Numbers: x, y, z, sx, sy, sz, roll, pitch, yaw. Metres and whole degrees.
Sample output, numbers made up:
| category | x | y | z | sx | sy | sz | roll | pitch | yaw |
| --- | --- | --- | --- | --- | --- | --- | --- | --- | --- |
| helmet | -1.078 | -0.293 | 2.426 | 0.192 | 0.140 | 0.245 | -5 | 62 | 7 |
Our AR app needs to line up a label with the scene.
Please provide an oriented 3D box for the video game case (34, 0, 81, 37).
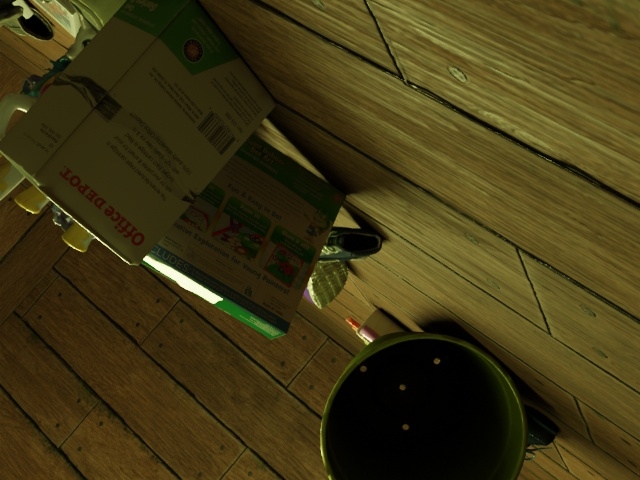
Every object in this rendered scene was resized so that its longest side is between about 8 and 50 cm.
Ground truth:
| category | x | y | z | sx | sy | sz | roll | pitch | yaw |
| --- | --- | --- | --- | --- | --- | --- | --- | --- | --- |
| video game case | -0.521 | -0.463 | 1.798 | 0.183 | 0.023 | 0.201 | 42 | 171 | -10 |

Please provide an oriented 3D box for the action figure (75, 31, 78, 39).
| category | x | y | z | sx | sy | sz | roll | pitch | yaw |
| --- | --- | --- | --- | --- | --- | --- | --- | --- | --- |
| action figure | -0.419 | -0.299 | 1.844 | 0.091 | 0.139 | 0.280 | 40 | 174 | 7 |

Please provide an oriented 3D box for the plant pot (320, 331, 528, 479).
| category | x | y | z | sx | sy | sz | roll | pitch | yaw |
| --- | --- | --- | --- | --- | --- | --- | --- | --- | --- |
| plant pot | 0.179 | 0.326 | 1.873 | 0.366 | 0.366 | 0.353 | 41 | -176 | -5 |

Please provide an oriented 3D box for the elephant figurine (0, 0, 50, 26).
| category | x | y | z | sx | sy | sz | roll | pitch | yaw |
| --- | --- | --- | --- | --- | --- | --- | --- | --- | --- |
| elephant figurine | -0.555 | -0.393 | 1.561 | 0.169 | 0.239 | 0.186 | 38 | 172 | 11 |

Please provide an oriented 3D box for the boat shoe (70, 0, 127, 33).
| category | x | y | z | sx | sy | sz | roll | pitch | yaw |
| --- | --- | --- | --- | --- | --- | --- | --- | --- | --- |
| boat shoe | -0.291 | -0.327 | 1.340 | 0.233 | 0.084 | 0.079 | 43 | -172 | -23 |

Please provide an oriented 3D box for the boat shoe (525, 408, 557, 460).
| category | x | y | z | sx | sy | sz | roll | pitch | yaw |
| --- | --- | --- | --- | --- | --- | --- | --- | --- | --- |
| boat shoe | 0.402 | 0.393 | 1.955 | 0.109 | 0.089 | 0.258 | 40 | 172 | 3 |

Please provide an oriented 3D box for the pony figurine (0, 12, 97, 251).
| category | x | y | z | sx | sy | sz | roll | pitch | yaw |
| --- | --- | --- | --- | --- | --- | --- | --- | --- | --- |
| pony figurine | -0.329 | -0.172 | 1.503 | 0.351 | 0.363 | 0.303 | 32 | -173 | -44 |

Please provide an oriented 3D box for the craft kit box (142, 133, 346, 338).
| category | x | y | z | sx | sy | sz | roll | pitch | yaw |
| --- | --- | --- | --- | --- | --- | --- | --- | --- | --- |
| craft kit box | -0.114 | -0.026 | 1.384 | 0.249 | 0.247 | 0.061 | 33 | 155 | -17 |

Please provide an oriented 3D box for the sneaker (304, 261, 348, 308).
| category | x | y | z | sx | sy | sz | roll | pitch | yaw |
| --- | --- | --- | --- | --- | --- | --- | --- | --- | --- |
| sneaker | -0.046 | 0.017 | 1.968 | 0.146 | 0.102 | 0.293 | 34 | 162 | 38 |

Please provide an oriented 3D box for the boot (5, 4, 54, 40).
| category | x | y | z | sx | sy | sz | roll | pitch | yaw |
| --- | --- | --- | --- | --- | --- | --- | --- | --- | --- |
| boot | -0.693 | -0.508 | 2.153 | 0.189 | 0.076 | 0.208 | 29 | -175 | -29 |

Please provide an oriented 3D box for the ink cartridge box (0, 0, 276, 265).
| category | x | y | z | sx | sy | sz | roll | pitch | yaw |
| --- | --- | --- | --- | --- | --- | --- | --- | --- | --- |
| ink cartridge box | -0.228 | -0.146 | 1.227 | 0.121 | 0.289 | 0.211 | 32 | 168 | 42 |

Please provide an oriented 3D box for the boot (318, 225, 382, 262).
| category | x | y | z | sx | sy | sz | roll | pitch | yaw |
| --- | --- | --- | --- | --- | --- | --- | --- | --- | --- |
| boot | 0.000 | 0.000 | 1.536 | 0.189 | 0.069 | 0.086 | -1 | 175 | -14 |

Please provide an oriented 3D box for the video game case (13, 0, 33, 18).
| category | x | y | z | sx | sy | sz | roll | pitch | yaw |
| --- | --- | --- | --- | --- | --- | --- | --- | --- | --- |
| video game case | -0.670 | -0.552 | 1.909 | 0.193 | 0.023 | 0.212 | 45 | 174 | 18 |

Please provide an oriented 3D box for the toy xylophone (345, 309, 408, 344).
| category | x | y | z | sx | sy | sz | roll | pitch | yaw |
| --- | --- | --- | --- | --- | --- | --- | --- | --- | --- |
| toy xylophone | 0.187 | 0.265 | 2.270 | 0.236 | 0.081 | 0.323 | 36 | 171 | 26 |
